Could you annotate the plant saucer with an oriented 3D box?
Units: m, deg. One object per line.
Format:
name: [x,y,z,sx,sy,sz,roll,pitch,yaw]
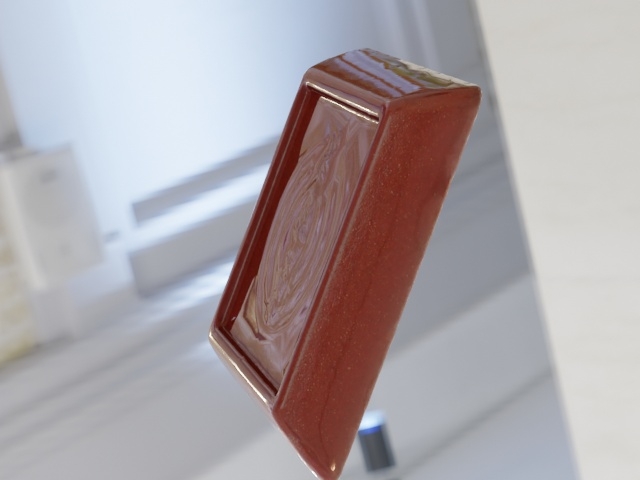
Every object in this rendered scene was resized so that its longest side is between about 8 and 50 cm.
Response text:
plant saucer: [0.000,0.000,1.219,0.047,0.258,0.259,19,-174,-17]
